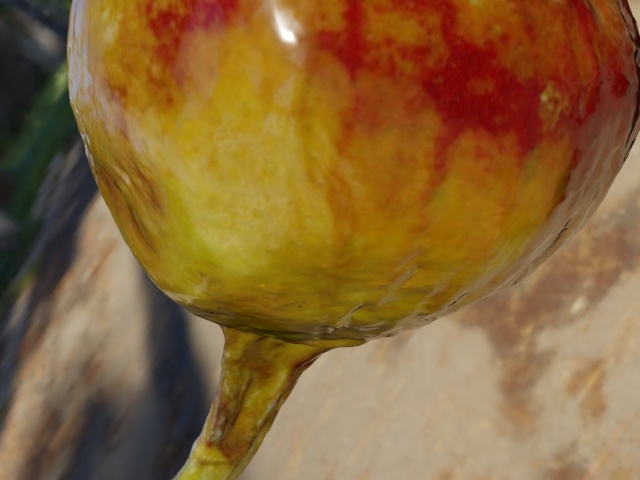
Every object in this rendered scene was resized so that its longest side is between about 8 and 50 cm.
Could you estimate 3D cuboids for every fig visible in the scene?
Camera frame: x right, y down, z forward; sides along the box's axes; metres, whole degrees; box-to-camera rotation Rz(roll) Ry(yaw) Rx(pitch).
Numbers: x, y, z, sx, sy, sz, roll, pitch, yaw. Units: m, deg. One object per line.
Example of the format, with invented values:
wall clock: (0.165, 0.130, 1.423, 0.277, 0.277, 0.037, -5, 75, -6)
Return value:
fig: (-0.022, -0.025, 0.569, 0.290, 0.190, 0.190, -44, 16, 46)
